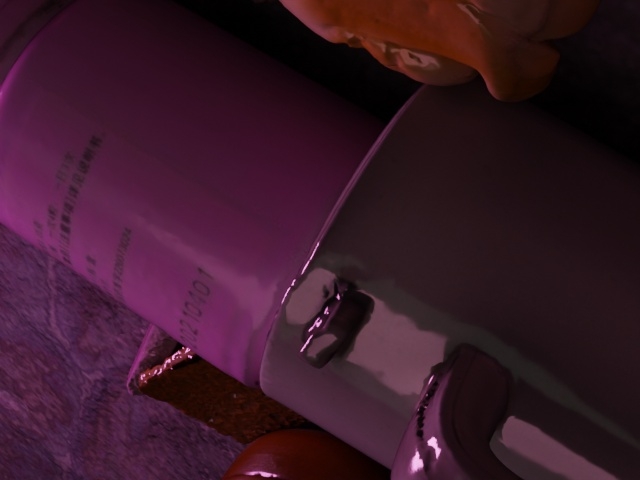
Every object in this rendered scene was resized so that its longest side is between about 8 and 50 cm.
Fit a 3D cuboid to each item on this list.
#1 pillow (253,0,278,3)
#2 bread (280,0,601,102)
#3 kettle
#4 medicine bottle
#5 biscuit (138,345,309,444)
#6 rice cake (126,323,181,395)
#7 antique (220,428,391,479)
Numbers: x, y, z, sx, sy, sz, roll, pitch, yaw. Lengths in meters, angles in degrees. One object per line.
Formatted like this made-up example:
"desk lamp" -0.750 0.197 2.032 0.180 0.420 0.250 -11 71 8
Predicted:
"pillow" -0.059 -0.236 0.529 0.130 0.038 0.233 33 144 17
"bread" 0.067 -0.202 0.384 0.173 0.121 0.311 30 139 11
"kettle" 0.148 0.069 0.483 0.318 0.205 0.265 32 176 12
"medicine bottle" -0.105 -0.054 0.633 0.290 0.178 0.178 31 141 14
"biscuit" -0.056 0.119 0.856 0.131 0.025 0.231 32 145 -22
"rice cake" -0.139 0.085 0.907 0.036 0.047 0.207 33 144 -1
"antique" 0.031 0.266 0.869 0.278 0.129 0.223 24 139 22
